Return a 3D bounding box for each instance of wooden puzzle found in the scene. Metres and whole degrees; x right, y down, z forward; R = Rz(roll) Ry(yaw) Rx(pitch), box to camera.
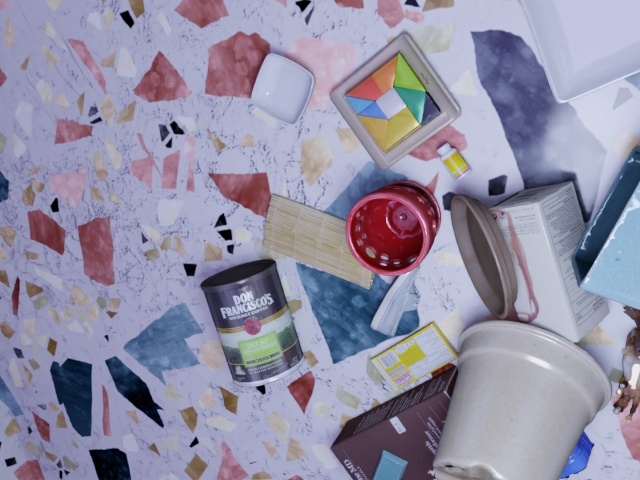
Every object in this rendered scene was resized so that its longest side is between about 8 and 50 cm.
[{"bbox_3d":[0.160,-0.303,1.446,0.239,0.044,0.221,-35,90,30],"label":"wooden puzzle"}]

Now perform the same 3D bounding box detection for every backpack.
[{"bbox_3d":[0.550,0.476,1.470,0.101,0.120,0.098,50,120,3],"label":"backpack"}]

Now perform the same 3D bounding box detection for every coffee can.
[{"bbox_3d":[-0.173,0.210,1.680,0.202,0.201,0.275,-11,102,28],"label":"coffee can"}]

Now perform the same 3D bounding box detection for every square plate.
[{"bbox_3d":[0.555,-0.480,1.199,0.347,0.049,0.344,-19,97,29],"label":"square plate"}]

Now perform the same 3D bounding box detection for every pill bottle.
[{"bbox_3d":[0.293,-0.173,1.425,0.043,0.043,0.083,-37,89,30],"label":"pill bottle"}]

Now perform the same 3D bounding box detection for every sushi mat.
[{"bbox_3d":[0.000,0.000,1.634,0.317,0.019,0.151,21,115,18],"label":"sushi mat"}]

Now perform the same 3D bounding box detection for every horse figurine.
[{"bbox_3d":[0.652,0.256,1.345,0.066,0.174,0.263,9,97,31],"label":"horse figurine"}]

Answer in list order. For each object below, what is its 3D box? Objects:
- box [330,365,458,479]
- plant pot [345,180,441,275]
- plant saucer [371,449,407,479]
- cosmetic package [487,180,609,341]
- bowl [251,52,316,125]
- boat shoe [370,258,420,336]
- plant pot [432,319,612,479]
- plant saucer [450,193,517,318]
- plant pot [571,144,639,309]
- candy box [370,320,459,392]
[{"bbox_3d":[0.231,0.491,1.617,0.381,0.143,0.191,-37,90,32],"label":"box"},{"bbox_3d":[0.172,-0.033,1.452,0.191,0.174,0.191,7,109,23],"label":"plant pot"},{"bbox_3d":[0.157,0.607,1.604,0.067,0.018,0.192,23,118,15],"label":"plant saucer"},{"bbox_3d":[0.470,0.045,1.337,0.129,0.153,0.296,-9,102,51],"label":"cosmetic package"},{"bbox_3d":[-0.081,-0.360,1.536,0.142,0.053,0.142,32,117,14],"label":"bowl"},{"bbox_3d":[0.199,0.139,1.559,0.081,0.079,0.227,28,121,5],"label":"boat shoe"},{"bbox_3d":[0.391,0.388,1.336,0.334,0.305,0.333,23,147,16],"label":"plant pot"},{"bbox_3d":[0.344,0.029,1.360,0.041,0.278,0.277,-19,99,-1],"label":"plant saucer"},{"bbox_3d":[0.611,0.005,1.106,0.252,0.247,0.247,27,107,11],"label":"plant pot"},{"bbox_3d":[0.233,0.292,1.614,0.206,0.027,0.105,-37,91,30],"label":"candy box"}]
